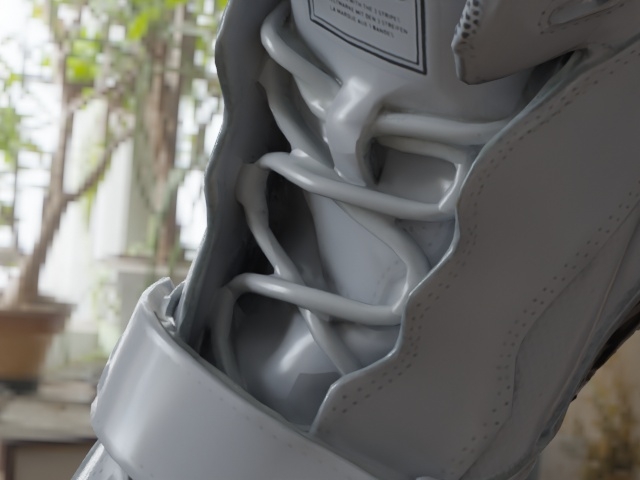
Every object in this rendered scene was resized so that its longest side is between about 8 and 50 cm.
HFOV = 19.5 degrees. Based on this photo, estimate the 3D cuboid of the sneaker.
[{"bbox_3d":[0.000,0.000,0.429,0.137,0.366,0.210,30,-16,35],"label":"sneaker"}]
